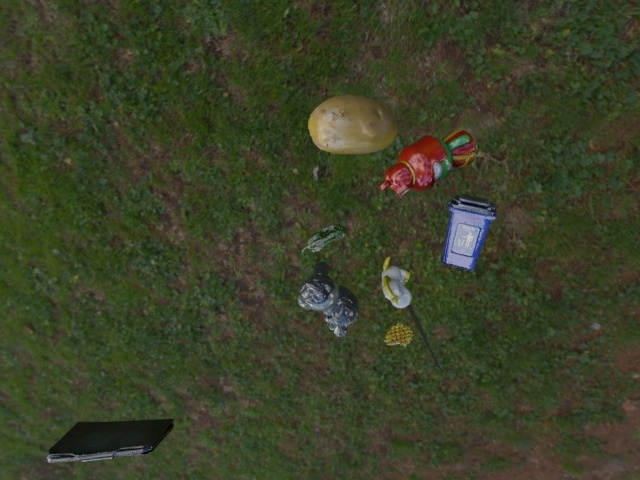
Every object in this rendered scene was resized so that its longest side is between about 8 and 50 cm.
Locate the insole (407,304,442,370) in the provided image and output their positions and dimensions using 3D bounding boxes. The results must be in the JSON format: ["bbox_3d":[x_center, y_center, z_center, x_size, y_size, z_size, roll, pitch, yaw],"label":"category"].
[{"bbox_3d":[0.364,0.326,1.577,0.007,0.109,0.322,-27,95,-1],"label":"insole"}]

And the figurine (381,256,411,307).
[{"bbox_3d":[0.232,0.148,1.390,0.109,0.178,0.130,-24,123,21],"label":"figurine"}]

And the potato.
[{"bbox_3d":[0.084,-0.272,1.037,0.146,0.233,0.150,-48,61,56],"label":"potato"}]

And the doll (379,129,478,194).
[{"bbox_3d":[0.345,-0.255,1.451,0.160,0.363,0.182,57,165,6],"label":"doll"}]

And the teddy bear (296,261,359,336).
[{"bbox_3d":[0.009,0.167,1.373,0.144,0.171,0.251,-25,127,26],"label":"teddy bear"}]

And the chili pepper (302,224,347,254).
[{"bbox_3d":[0.001,0.002,1.633,0.204,0.072,0.073,-27,115,15],"label":"chili pepper"}]

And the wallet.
[{"bbox_3d":[-0.604,0.577,1.270,0.317,0.172,0.045,-6,97,5],"label":"wallet"}]

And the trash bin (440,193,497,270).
[{"bbox_3d":[0.502,-0.033,1.505,0.162,0.184,0.235,14,110,18],"label":"trash bin"}]

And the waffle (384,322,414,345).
[{"bbox_3d":[0.236,0.284,1.303,0.085,0.078,0.016,9,147,39],"label":"waffle"}]
